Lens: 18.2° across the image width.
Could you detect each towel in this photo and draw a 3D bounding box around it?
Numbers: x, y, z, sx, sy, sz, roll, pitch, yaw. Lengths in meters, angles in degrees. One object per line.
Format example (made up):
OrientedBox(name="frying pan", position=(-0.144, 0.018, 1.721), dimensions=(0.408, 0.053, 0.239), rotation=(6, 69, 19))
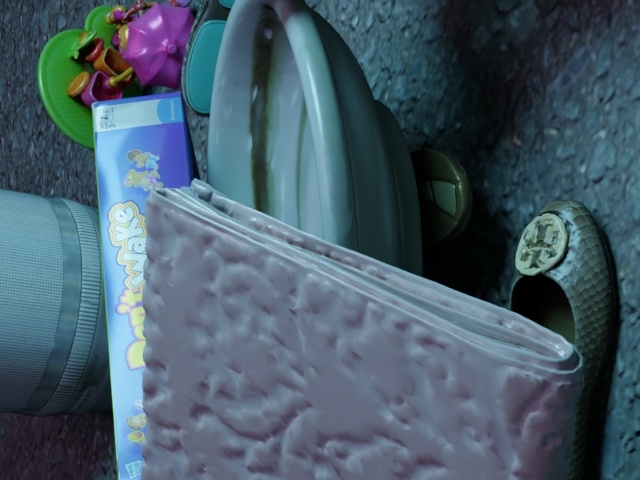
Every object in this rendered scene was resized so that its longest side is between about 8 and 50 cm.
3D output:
OrientedBox(name="towel", position=(0.014, 0.147, 1.321), dimensions=(0.317, 0.053, 0.331), rotation=(25, 130, 27))

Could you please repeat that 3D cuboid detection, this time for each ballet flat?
OrientedBox(name="ballet flat", position=(-0.083, -0.206, 1.833), dimensions=(0.070, 0.070, 0.188), rotation=(32, 108, 59))
OrientedBox(name="ballet flat", position=(0.147, 0.094, 1.328), dimensions=(0.084, 0.058, 0.249), rotation=(-5, 77, 60))

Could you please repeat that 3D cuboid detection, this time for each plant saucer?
OrientedBox(name="plant saucer", position=(0.000, 0.000, 1.514), dimensions=(0.400, 0.101, 0.400), rotation=(177, 90, -76))

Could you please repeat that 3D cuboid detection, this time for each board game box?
OrientedBox(name="board game box", position=(-0.128, 0.083, 1.685), dimensions=(0.233, 0.078, 0.347), rotation=(83, 179, -62))

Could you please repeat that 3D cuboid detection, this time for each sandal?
OrientedBox(name="sandal", position=(0.083, -0.027, 1.493), dimensions=(0.180, 0.049, 0.072), rotation=(154, 115, -73))

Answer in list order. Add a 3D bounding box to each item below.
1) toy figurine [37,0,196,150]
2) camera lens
OrientedBox(name="toy figurine", position=(-0.172, -0.189, 1.955), dimensions=(0.159, 0.130, 0.173), rotation=(-23, 36, 41))
OrientedBox(name="camera lens", position=(-0.326, 0.057, 1.953), dimensions=(0.219, 0.274, 0.219), rotation=(-26, 59, 56))
